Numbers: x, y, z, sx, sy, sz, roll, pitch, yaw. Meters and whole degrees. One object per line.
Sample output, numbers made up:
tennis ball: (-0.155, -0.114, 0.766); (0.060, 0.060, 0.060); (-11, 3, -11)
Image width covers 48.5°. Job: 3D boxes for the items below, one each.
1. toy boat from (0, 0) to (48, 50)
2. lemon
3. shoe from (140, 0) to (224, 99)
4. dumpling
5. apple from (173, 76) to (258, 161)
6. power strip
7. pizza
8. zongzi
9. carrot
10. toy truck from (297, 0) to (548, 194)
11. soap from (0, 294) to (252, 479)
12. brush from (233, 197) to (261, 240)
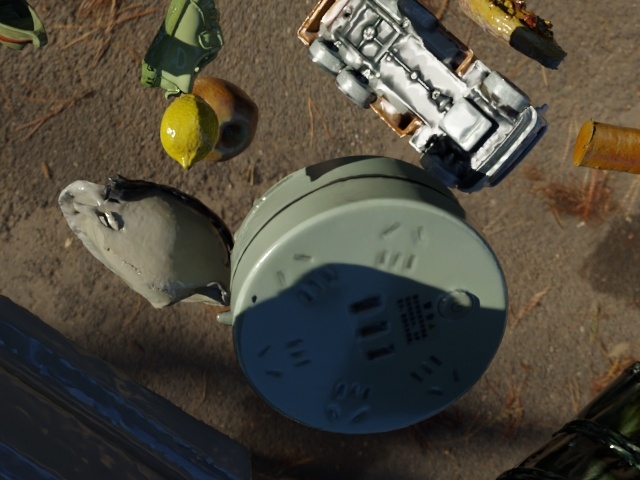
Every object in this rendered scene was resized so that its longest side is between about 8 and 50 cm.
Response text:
toy boat: (-0.493, -0.359, 1.114); (0.185, 0.089, 0.071); (50, 136, 6)
lemon: (-0.143, -0.118, 0.775); (0.065, 0.092, 0.065); (-1, 161, 0)
shoe: (-0.245, -0.387, 1.329); (0.128, 0.140, 0.262); (33, 83, -25)
dumpling: (-0.244, -0.002, 1.047); (0.293, 0.204, 0.163); (36, 82, -21)
apple: (-0.267, -0.305, 1.790); (0.211, 0.188, 0.211); (-23, 133, -27)
power strip: (0.044, 0.075, 0.901); (0.358, 0.161, 0.357); (-3, 118, -6)
pizza: (0.389, -0.447, 1.438); (0.161, 0.305, 0.085); (-2, 131, -45)
zongzi: (0.309, 0.386, 0.777); (0.383, 0.319, 0.362); (-29, 99, -32)
carrot: (0.312, -0.082, 0.662); (0.139, 0.048, 0.048); (9, 124, 6)
toy truck: (0.165, -0.245, 1.085); (0.173, 0.387, 0.207); (-50, 158, 22)
soap: (-0.290, 0.237, 0.535); (0.435, 0.350, 0.213); (40, 117, -19)
brush: (-0.146, -0.041, 1.492); (0.042, 0.299, 0.039); (-5, 107, 9)
